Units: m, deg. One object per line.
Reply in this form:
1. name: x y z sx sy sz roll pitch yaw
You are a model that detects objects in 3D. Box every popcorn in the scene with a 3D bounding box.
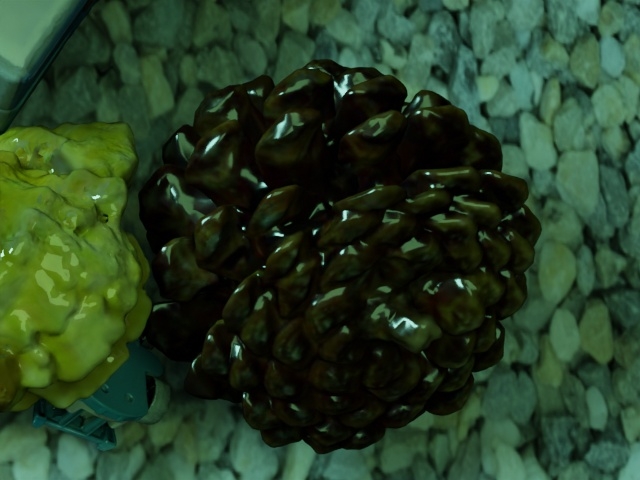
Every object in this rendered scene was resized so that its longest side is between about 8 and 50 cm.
1. popcorn: -0.271 0.016 1.276 0.265 0.225 0.332 36 58 7

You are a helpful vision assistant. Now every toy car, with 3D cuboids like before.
1. toy car: -0.231 0.121 1.439 0.126 0.098 0.161 28 37 -39

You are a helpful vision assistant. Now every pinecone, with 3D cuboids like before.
1. pinecone: 0.000 0.000 1.411 0.397 0.397 0.398 4 79 -20

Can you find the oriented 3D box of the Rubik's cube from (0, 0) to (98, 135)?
1. Rubik's cube: -0.347 -0.329 1.331 0.347 0.344 0.347 34 72 -11
